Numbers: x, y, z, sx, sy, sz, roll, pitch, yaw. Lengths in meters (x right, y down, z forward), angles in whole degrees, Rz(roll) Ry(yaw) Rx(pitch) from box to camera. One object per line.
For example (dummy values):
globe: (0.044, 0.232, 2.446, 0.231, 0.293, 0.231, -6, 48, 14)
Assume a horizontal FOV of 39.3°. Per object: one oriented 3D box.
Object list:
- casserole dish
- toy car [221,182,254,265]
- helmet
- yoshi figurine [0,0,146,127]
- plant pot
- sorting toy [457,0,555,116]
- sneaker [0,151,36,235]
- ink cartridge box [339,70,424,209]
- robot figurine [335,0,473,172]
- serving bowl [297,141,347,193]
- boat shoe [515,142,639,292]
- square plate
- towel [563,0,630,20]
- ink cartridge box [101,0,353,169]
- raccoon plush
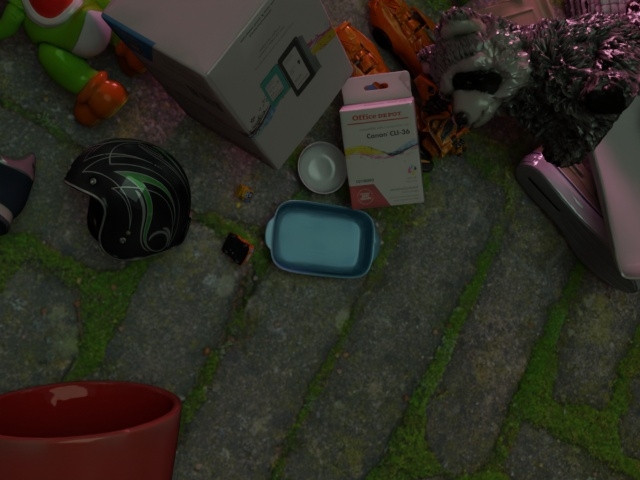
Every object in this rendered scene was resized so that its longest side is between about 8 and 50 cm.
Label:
casserole dish: (0.000, 0.000, 1.409, 0.189, 0.037, 0.114, 7, 84, -18)
toy car: (-0.109, -0.021, 1.367, 0.041, 0.060, 0.122, 18, 87, -48)
helmet: (-0.269, -0.064, 1.261, 0.170, 0.169, 0.161, -12, 106, -18)
yoshi figurine: (-0.411, -0.333, 1.256, 0.203, 0.203, 0.362, -36, 117, 23)
plant pot: (-0.320, 0.334, 1.180, 0.275, 0.275, 0.243, -2, 97, -18)
sorting toy: (0.332, -0.312, 1.523, 0.196, 0.047, 0.347, -23, 90, -26)
sneaker: (-0.543, -0.133, 1.219, 0.319, 0.112, 0.131, 32, 60, -16)
ink cartridge box: (0.094, -0.155, 1.385, 0.115, 0.067, 0.198, -6, 106, 9)
robot figurine: (0.148, -0.254, 1.449, 0.211, 0.085, 0.291, -43, 99, -15)
serving bowl: (0.000, -0.113, 1.421, 0.083, 0.027, 0.083, 1, 85, -17)
boat shoe: (0.462, -0.044, 1.527, 0.094, 0.109, 0.302, -42, 96, -18)
square plate: (0.579, -0.088, 1.533, 0.347, 0.049, 0.343, 3, 69, -31)
towel: (0.550, -0.418, 1.578, 0.235, 0.121, 0.283, -6, 86, -20)
ink cartridge box: (-0.115, -0.267, 1.229, 0.198, 0.270, 0.197, 33, 82, 25)
raccoon plush: (0.351, -0.312, 1.401, 0.299, 0.216, 0.446, 35, 52, 5)
